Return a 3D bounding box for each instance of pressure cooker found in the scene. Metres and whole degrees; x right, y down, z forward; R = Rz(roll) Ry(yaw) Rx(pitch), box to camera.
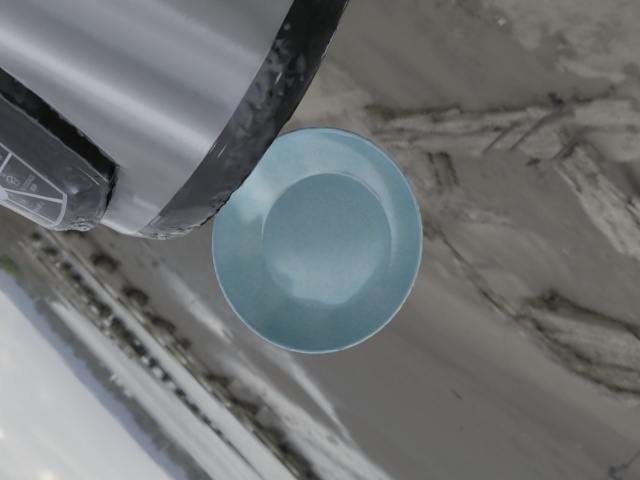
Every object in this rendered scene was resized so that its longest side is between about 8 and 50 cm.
[{"bbox_3d":[-0.217,-0.234,0.722,0.420,0.370,0.375,27,-158,-21],"label":"pressure cooker"}]

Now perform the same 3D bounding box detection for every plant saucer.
[{"bbox_3d":[0.000,0.000,0.850,0.195,0.195,0.037,43,-168,19],"label":"plant saucer"}]
